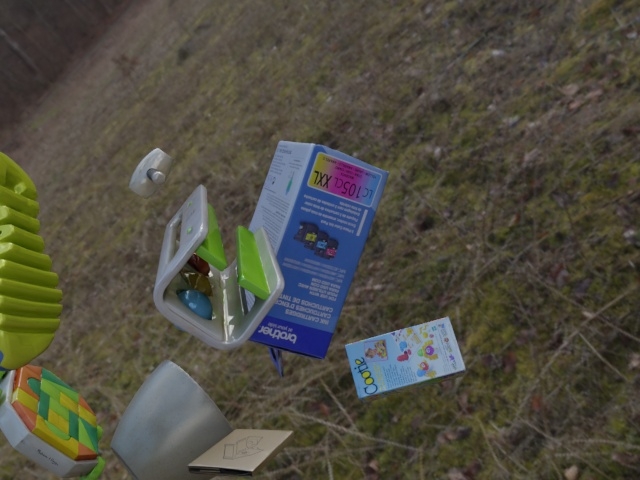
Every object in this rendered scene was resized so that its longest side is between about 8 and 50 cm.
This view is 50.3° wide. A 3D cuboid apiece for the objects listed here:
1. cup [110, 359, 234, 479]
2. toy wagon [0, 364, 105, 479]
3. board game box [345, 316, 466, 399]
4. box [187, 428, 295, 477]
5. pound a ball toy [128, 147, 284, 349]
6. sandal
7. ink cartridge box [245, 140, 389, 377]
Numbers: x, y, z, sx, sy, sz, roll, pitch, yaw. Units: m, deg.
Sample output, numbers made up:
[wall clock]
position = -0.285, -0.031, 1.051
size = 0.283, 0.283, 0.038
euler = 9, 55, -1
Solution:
[cup]
position = -0.390, 0.510, 1.744
size = 0.237, 0.331, 0.331
euler = -39, 19, -26
[toy wagon]
position = -0.553, 0.339, 1.376
size = 0.068, 0.267, 0.344
euler = -44, 25, -2
[board game box]
position = 0.218, 0.313, 1.767
size = 0.275, 0.142, 0.144
euler = -15, 71, 3
[box]
position = -0.172, 0.472, 1.526
size = 0.164, 0.021, 0.201
euler = -6, 6, 25
[pound a ball toy]
position = -0.183, 0.006, 0.917
size = 0.136, 0.208, 0.319
euler = -52, 18, 6
[sandal]
position = -0.444, 0.036, 0.917
size = 0.138, 0.126, 0.317
euler = -27, 59, 8
[ink cartridge box]
position = -0.047, 0.033, 1.205
size = 0.395, 0.151, 0.270
euler = -69, 17, 3
